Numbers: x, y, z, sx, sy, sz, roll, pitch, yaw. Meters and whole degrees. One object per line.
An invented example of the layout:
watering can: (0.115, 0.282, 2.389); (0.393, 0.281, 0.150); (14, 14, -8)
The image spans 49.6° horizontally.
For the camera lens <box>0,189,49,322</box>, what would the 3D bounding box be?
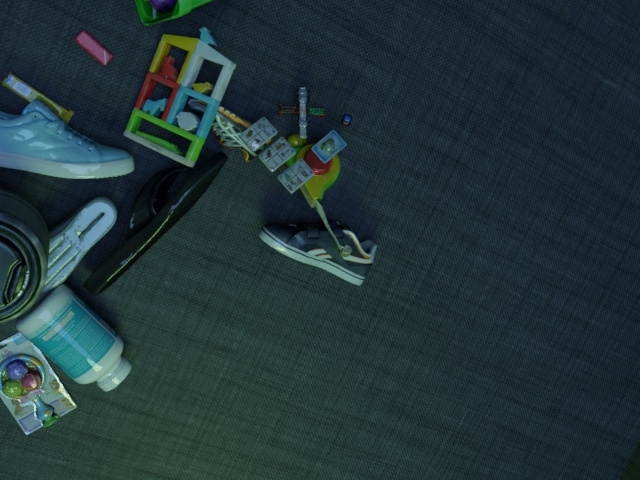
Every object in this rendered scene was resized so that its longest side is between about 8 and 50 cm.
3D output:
camera lens: (-0.639, 0.023, 1.331); (0.219, 0.274, 0.219); (-6, 107, -19)

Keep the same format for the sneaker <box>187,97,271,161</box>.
sneaker: (-0.221, -0.263, 1.626); (0.215, 0.084, 0.083); (30, 99, -22)

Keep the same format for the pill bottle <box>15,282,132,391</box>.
pill bottle: (-0.565, 0.234, 1.619); (0.146, 0.146, 0.264); (-41, 111, -3)

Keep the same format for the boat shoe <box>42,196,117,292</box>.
boat shoe: (-0.583, 0.015, 1.581); (0.302, 0.094, 0.109); (-40, 108, -6)

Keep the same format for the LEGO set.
LEGO set: (-0.044, -0.248, 1.639); (0.244, 0.060, 0.182); (-42, 90, -16)

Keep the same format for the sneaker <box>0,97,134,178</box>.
sneaker: (-0.585, -0.225, 1.499); (0.366, 0.135, 0.150); (6, 107, -18)

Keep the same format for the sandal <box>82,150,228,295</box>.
sandal: (-0.395, -0.061, 1.592); (0.446, 0.167, 0.107); (-45, 94, -2)

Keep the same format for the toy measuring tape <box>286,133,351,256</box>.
toy measuring tape: (0.021, -0.125, 1.677); (0.121, 0.121, 0.330); (-29, 80, -7)

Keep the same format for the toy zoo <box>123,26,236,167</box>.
toy zoo: (-0.308, -0.334, 1.545); (0.192, 0.030, 0.293); (25, 96, 20)

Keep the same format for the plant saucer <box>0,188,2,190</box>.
plant saucer: (-0.787, -0.012, 1.445); (0.310, 0.050, 0.311); (-5, 107, -17)

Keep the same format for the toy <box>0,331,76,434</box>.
toy: (-0.706, 0.348, 1.657); (0.137, 0.056, 0.237); (-29, 110, -9)

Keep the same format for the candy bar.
candy bar: (-0.624, -0.312, 1.527); (0.161, 0.018, 0.040); (35, 92, -21)

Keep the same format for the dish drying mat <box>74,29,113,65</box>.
dish drying mat: (-0.502, -0.427, 1.537); (0.083, 0.008, 0.032); (42, 91, -22)

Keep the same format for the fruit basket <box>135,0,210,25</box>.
fruit basket: (-0.389, -0.625, 1.400); (0.392, 0.283, 0.392); (-7, 104, -33)

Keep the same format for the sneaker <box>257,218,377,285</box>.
sneaker: (0.000, 0.000, 1.738); (0.321, 0.126, 0.127); (23, 102, -31)
